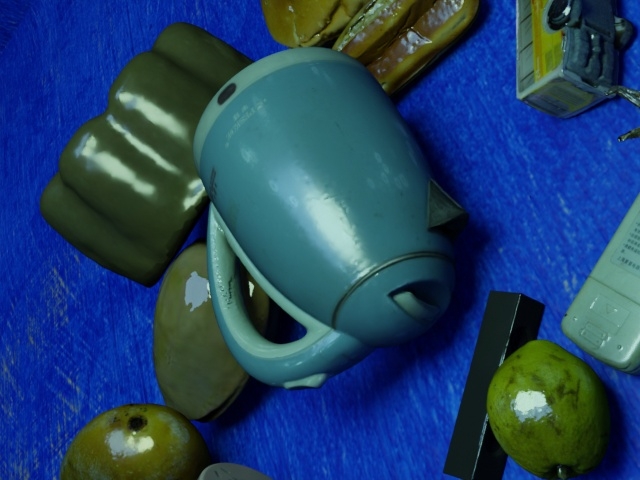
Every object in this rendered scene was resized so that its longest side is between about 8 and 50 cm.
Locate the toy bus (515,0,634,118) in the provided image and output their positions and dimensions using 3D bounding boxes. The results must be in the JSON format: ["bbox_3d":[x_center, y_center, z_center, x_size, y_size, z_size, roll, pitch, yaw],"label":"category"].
[{"bbox_3d":[0.265,-0.266,1.036,0.106,0.092,0.268,-31,48,53],"label":"toy bus"}]

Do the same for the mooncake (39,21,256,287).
[{"bbox_3d":[-0.228,-0.127,1.379,0.378,0.200,0.378,-55,7,11],"label":"mooncake"}]

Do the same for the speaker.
[{"bbox_3d":[0.173,0.147,0.960,0.046,0.040,0.191,3,74,54],"label":"speaker"}]

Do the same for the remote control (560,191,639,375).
[{"bbox_3d":[0.308,0.006,0.866,0.233,0.038,0.098,-61,36,6],"label":"remote control"}]

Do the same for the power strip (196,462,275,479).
[{"bbox_3d":[-0.090,0.328,1.103,0.078,0.154,0.154,-59,36,14],"label":"power strip"}]

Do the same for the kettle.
[{"bbox_3d":[0.000,0.000,1.100,0.319,0.247,0.342,-43,51,16],"label":"kettle"}]

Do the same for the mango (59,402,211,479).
[{"bbox_3d":[-0.256,0.327,1.305,0.316,0.192,0.146,-55,9,48],"label":"mango"}]

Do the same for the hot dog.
[{"bbox_3d":[0.088,-0.254,1.238,0.269,0.115,0.072,-35,23,33],"label":"hot dog"}]

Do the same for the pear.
[{"bbox_3d":[0.204,0.153,0.862,0.107,0.107,0.131,-39,36,33],"label":"pear"}]

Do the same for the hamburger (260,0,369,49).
[{"bbox_3d":[0.032,-0.405,1.346,0.290,0.170,0.314,-18,58,54],"label":"hamburger"}]

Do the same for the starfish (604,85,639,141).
[{"bbox_3d":[0.324,-0.125,0.905,0.130,0.041,0.133,-47,26,-15],"label":"starfish"}]

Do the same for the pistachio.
[{"bbox_3d":[-0.141,0.126,1.283,0.212,0.163,0.260,28,110,60],"label":"pistachio"}]
